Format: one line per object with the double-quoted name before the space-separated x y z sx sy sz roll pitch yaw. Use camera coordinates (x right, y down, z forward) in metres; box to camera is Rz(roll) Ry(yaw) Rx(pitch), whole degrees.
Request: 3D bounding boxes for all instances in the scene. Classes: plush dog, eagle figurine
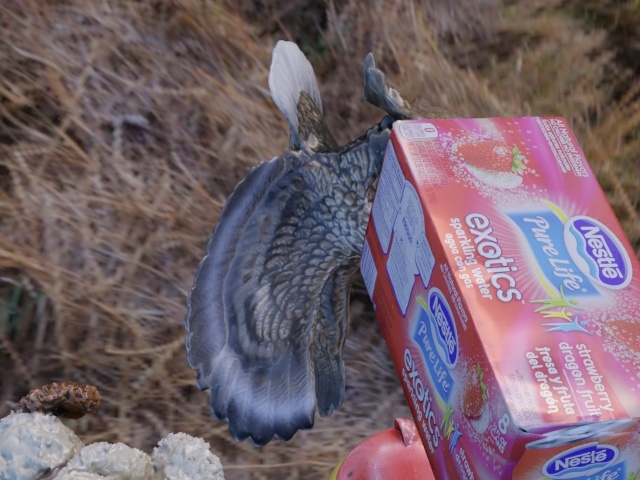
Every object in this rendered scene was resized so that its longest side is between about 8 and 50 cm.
"plush dog" -0.261 0.269 1.725 0.225 0.210 0.262 33 94 24
"eagle figurine" 0.005 0.007 1.437 0.226 0.225 0.298 27 109 -30

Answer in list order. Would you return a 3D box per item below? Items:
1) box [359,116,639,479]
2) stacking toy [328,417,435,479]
"box" 0.119 0.053 1.033 0.122 0.128 0.257 -3 44 -16
"stacking toy" 0.042 0.307 1.296 0.279 0.130 0.309 -25 73 -15
